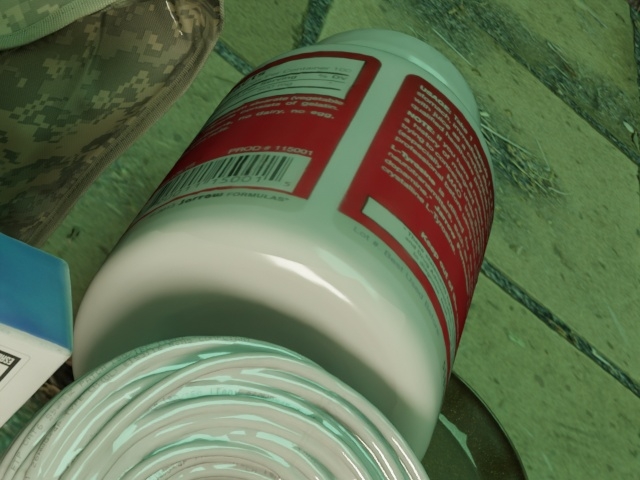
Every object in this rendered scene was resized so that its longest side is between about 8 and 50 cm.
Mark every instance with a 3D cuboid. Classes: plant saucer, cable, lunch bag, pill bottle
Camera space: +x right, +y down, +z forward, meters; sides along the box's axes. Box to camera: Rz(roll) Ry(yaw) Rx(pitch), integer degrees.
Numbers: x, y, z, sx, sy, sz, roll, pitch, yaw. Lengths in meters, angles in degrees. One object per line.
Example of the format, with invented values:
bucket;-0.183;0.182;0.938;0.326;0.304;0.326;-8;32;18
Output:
plant saucer;0.081;0.166;1.153;0.198;0.036;0.198;32;32;-23
cable;-0.059;0.181;0.792;0.257;0.089;0.257;26;66;-16
lunch bag;-0.198;-0.160;0.940;0.169;0.287;0.235;11;46;-46
pill bottle;0.000;0.000;1.057;0.229;0.229;0.407;41;30;-9

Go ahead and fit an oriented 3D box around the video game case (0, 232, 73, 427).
video game case;-0.282;0.050;0.619;0.269;0.244;0.061;27;34;-31
